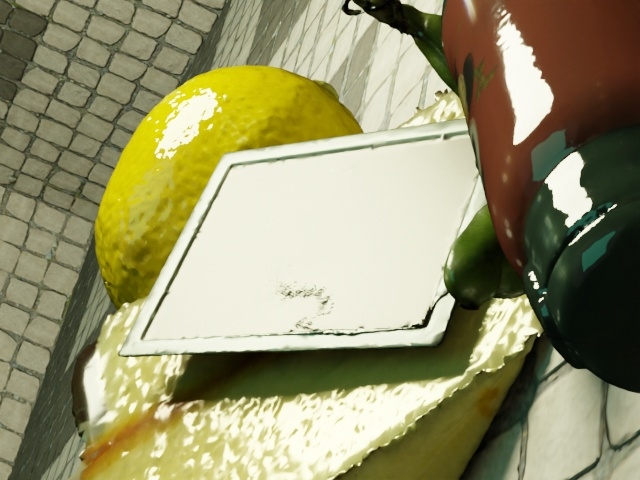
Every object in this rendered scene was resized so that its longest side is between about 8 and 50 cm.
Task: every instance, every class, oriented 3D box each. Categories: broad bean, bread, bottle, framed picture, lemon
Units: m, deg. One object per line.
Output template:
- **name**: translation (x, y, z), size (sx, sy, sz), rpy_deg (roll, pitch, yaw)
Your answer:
- **broad bean**: translation (0.103, -0.057, 0.887), size (0.049, 0.144, 0.292), rpy_deg (-56, 35, 37)
- **bread**: translation (-0.011, 0.068, 0.960), size (0.405, 0.242, 0.346), rpy_deg (-63, 21, 24)
- **bottle**: translation (0.149, -0.057, 0.717), size (0.144, 0.144, 0.336), rpy_deg (-59, 17, 28)
- **framed picture**: translation (0.000, 0.000, 0.989), size (0.273, 0.016, 0.216), rpy_deg (-5, 45, 35)
- **lemon**: translation (-0.075, -0.013, 1.236), size (0.320, 0.245, 0.245), rpy_deg (-59, 13, -11)
